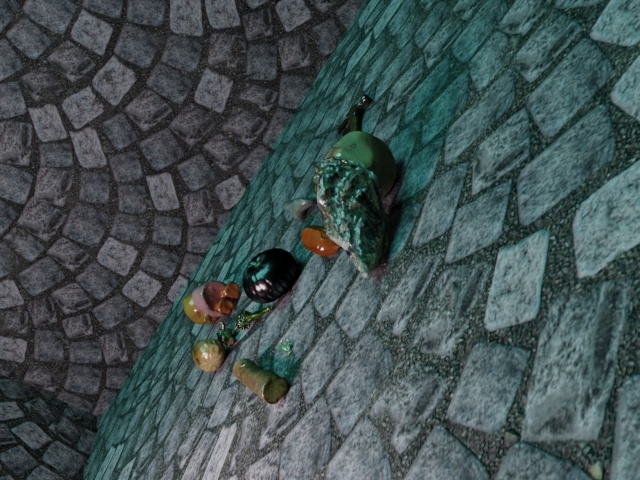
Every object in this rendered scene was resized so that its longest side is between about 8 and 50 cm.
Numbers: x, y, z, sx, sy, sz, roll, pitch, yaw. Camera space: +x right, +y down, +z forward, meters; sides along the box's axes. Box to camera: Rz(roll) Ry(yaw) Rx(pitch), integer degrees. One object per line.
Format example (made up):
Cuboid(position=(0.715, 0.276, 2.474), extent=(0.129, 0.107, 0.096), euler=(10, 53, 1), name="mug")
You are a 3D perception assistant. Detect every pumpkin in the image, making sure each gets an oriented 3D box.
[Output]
Cuboid(position=(-0.162, 0.115, 2.244), extent=(0.202, 0.140, 0.202), euler=(-37, 24, 19), name="pumpkin")

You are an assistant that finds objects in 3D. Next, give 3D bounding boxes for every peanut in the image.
Cuboid(position=(-0.410, 0.416, 2.513), extent=(0.110, 0.120, 0.236), euler=(-35, -1, -25), name="peanut")

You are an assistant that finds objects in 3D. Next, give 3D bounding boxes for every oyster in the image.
Cuboid(position=(0.081, -0.058, 1.724), extent=(0.162, 0.158, 0.351), euler=(119, 142, -53), name="oyster")

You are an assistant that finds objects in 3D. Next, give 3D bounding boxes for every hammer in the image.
Cuboid(position=(0.116, -0.350, 2.370), extent=(0.168, 0.044, 0.440), euler=(-50, 19, 28), name="hammer")

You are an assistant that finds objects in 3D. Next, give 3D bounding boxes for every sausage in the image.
Cuboid(position=(0.000, 0.000, 2.062), extent=(0.089, 0.089, 0.179), euler=(-62, 27, -7), name="sausage")

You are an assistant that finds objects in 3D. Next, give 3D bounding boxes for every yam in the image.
Cuboid(position=(-0.176, 0.386, 1.943), extent=(0.081, 0.081, 0.357), euler=(-63, 18, -9), name="yam")

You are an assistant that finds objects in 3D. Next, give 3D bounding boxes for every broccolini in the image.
Cuboid(position=(-0.228, 0.245, 2.352), extent=(0.201, 0.058, 0.074), euler=(-41, 32, 49), name="broccolini")

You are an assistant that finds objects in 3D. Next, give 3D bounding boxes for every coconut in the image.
Cuboid(position=(0.103, -0.193, 1.896), extent=(0.224, 0.224, 0.224), euler=(-52, 19, 26), name="coconut")

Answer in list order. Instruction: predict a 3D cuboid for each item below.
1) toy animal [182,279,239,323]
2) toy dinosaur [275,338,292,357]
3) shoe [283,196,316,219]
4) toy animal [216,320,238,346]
Cuboid(position=(-0.457, 0.257, 2.801), extent=(0.281, 0.169, 0.195), euler=(-37, 26, 51), name="toy animal")
Cuboid(position=(-0.101, 0.308, 1.954), extent=(0.083, 0.021, 0.062), euler=(-46, 35, 36), name="toy dinosaur")
Cuboid(position=(-0.072, -0.115, 2.508), extent=(0.195, 0.079, 0.078), euler=(3, 99, 63), name="shoe")
Cuboid(position=(-0.329, 0.337, 2.487), extent=(0.220, 0.069, 0.086), euler=(175, 101, -76), name="toy animal")
